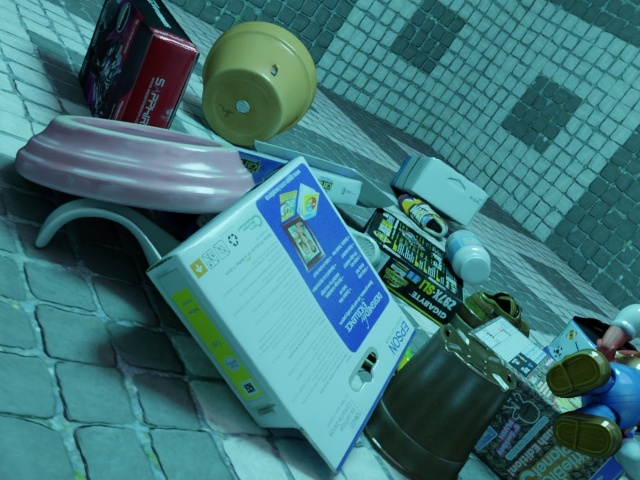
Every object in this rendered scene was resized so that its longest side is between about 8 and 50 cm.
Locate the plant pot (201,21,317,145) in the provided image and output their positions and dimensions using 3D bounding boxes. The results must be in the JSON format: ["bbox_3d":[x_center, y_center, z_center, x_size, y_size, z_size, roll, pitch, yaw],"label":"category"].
[{"bbox_3d":[-0.166,-0.364,1.784,0.291,0.291,0.203,32,33,-11],"label":"plant pot"}]

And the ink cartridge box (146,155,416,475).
[{"bbox_3d":[-0.026,0.082,0.916,0.307,0.072,0.303,58,35,-11],"label":"ink cartridge box"}]

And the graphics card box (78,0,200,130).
[{"bbox_3d":[-0.348,-0.324,1.345,0.094,0.233,0.371,13,27,-33],"label":"graphics card box"}]

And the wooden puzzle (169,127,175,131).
[{"bbox_3d":[-0.332,-0.230,1.509,0.078,0.014,0.116,34,16,-18],"label":"wooden puzzle"}]

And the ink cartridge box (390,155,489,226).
[{"bbox_3d":[0.382,-0.168,2.384,0.223,0.129,0.307,33,2,-10],"label":"ink cartridge box"}]

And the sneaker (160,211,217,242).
[{"bbox_3d":[-0.136,0.022,1.069,0.131,0.112,0.296,4,25,-43],"label":"sneaker"}]

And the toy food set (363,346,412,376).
[{"bbox_3d":[0.093,0.170,1.179,0.192,0.038,0.132,37,17,6],"label":"toy food set"}]

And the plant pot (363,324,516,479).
[{"bbox_3d":[0.163,0.214,0.978,0.167,0.165,0.167,31,17,-10],"label":"plant pot"}]

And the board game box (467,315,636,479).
[{"bbox_3d":[0.336,0.278,1.170,0.291,0.141,0.232,41,18,20],"label":"board game box"}]

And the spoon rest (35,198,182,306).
[{"bbox_3d":[-0.211,0.024,0.924,0.276,0.084,0.137,27,19,-23],"label":"spoon rest"}]

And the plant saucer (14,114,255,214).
[{"bbox_3d":[-0.246,-0.112,1.016,0.332,0.084,0.332,10,11,-2],"label":"plant saucer"}]

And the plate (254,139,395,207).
[{"bbox_3d":[0.009,-0.143,1.703,0.278,0.045,0.277,20,-2,27],"label":"plate"}]

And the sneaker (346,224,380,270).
[{"bbox_3d":[0.000,0.001,1.415,0.256,0.094,0.151,27,-7,15],"label":"sneaker"}]

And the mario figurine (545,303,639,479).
[{"bbox_3d":[0.440,0.204,1.008,0.170,0.198,0.320,31,17,35],"label":"mario figurine"}]

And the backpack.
[{"bbox_3d":[0.598,0.291,1.524,0.276,0.213,0.263,26,26,-46],"label":"backpack"}]

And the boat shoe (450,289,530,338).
[{"bbox_3d":[0.417,0.179,1.658,0.307,0.104,0.111,12,28,-52],"label":"boat shoe"}]

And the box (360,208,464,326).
[{"bbox_3d":[0.203,0.048,1.659,0.257,0.079,0.322,34,16,0],"label":"box"}]

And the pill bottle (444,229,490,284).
[{"bbox_3d":[0.339,0.041,1.660,0.087,0.087,0.160,32,18,-11],"label":"pill bottle"}]

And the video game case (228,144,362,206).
[{"bbox_3d":[-0.089,-0.137,1.475,0.269,0.061,0.244,19,8,29],"label":"video game case"}]

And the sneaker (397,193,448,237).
[{"bbox_3d":[0.315,-0.079,2.229,0.185,0.069,0.084,36,12,7],"label":"sneaker"}]
